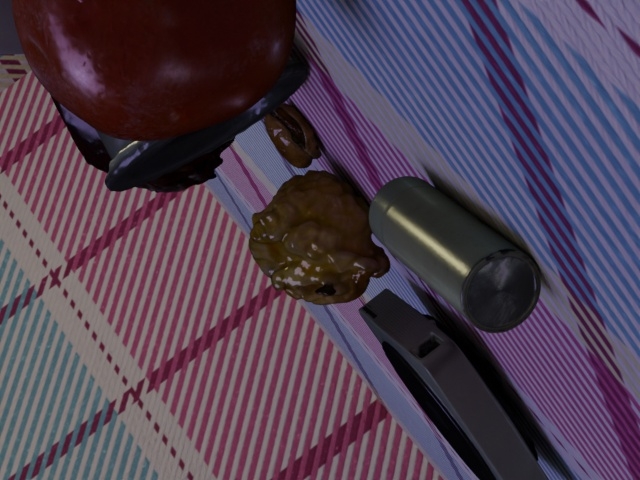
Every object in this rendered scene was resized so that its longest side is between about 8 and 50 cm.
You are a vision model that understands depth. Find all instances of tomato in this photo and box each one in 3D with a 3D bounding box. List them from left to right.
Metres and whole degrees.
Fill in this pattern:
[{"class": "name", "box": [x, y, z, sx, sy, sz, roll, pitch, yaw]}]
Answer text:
[{"class": "tomato", "box": [-0.128, -0.186, 1.285, 0.232, 0.232, 0.188, 53, -179, 3]}]

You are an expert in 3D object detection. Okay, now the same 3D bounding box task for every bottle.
[{"class": "bottle", "box": [0.109, 0.008, 1.408, 0.072, 0.072, 0.201, 57, 174, -28]}]

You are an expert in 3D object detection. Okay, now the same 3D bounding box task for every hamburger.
[{"class": "hamburger", "box": [-0.034, -0.122, 1.955, 0.076, 0.044, 0.083, 52, 177, 28]}]

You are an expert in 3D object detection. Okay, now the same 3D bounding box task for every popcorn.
[{"class": "popcorn", "box": [0.000, 0.000, 1.956, 0.180, 0.180, 0.170, 63, -152, -59]}]

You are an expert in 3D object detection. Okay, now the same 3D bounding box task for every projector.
[{"class": "projector", "box": [0.169, 0.189, 1.976, 0.259, 0.079, 0.257, 56, 174, -20]}]

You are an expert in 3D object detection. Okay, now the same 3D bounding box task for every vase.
[{"class": "vase", "box": [-0.182, -0.228, 1.703, 0.291, 0.245, 0.245, 59, 175, 5]}]

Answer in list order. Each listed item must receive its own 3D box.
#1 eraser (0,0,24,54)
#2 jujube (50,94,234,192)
[{"class": "eraser", "box": [-0.405, -0.352, 2.126, 0.331, 0.331, 0.150, 51, 130, 22]}, {"class": "jujube", "box": [-0.217, -0.183, 2.107, 0.258, 0.258, 0.377, 53, 171, 7]}]
